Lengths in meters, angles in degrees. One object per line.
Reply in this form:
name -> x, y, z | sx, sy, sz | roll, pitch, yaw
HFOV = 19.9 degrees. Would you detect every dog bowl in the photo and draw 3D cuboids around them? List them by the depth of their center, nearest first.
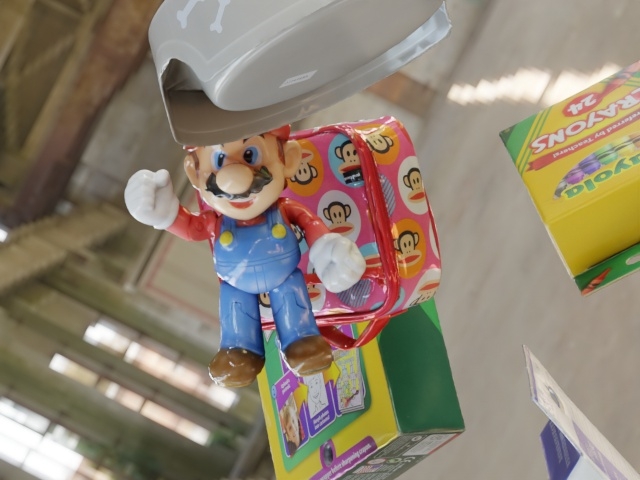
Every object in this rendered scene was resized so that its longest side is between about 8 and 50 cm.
dog bowl -> -0.005, -0.215, 1.718 | 0.349, 0.102, 0.349 | -25, -10, -5

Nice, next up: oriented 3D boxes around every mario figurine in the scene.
mario figurine -> -0.080, -0.005, 1.907 | 0.198, 0.320, 0.170 | -18, 13, -33

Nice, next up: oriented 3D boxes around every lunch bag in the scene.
lunch bag -> 0.000, 0.000, 2.084 | 0.120, 0.258, 0.293 | -18, 6, -43

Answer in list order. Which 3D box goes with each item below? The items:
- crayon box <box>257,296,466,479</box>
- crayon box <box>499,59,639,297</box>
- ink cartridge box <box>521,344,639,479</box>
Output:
crayon box -> 0.034, 0.155, 2.352 | 0.363, 0.106, 0.313 | 135, 129, -56
crayon box -> 0.323, -0.076, 1.957 | 0.202, 0.081, 0.318 | -27, 25, 6
ink cartridge box -> 0.285, 0.255, 1.777 | 0.072, 0.307, 0.303 | -45, 0, 7
